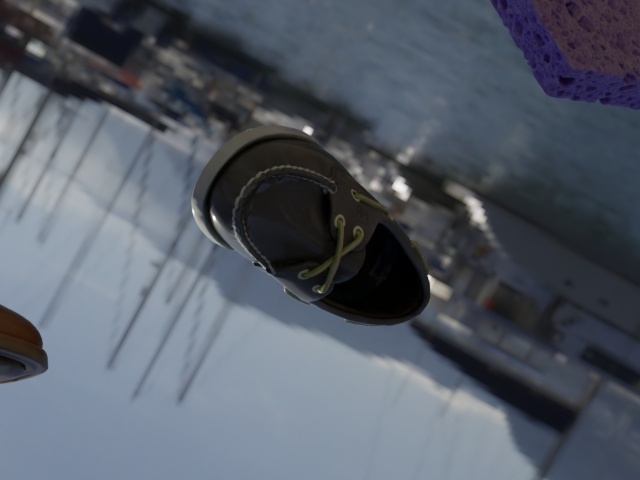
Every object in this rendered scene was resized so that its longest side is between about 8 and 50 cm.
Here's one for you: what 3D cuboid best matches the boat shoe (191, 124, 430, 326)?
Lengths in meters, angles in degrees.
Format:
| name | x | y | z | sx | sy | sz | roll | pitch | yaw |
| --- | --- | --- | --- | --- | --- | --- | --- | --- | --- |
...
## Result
| name | x | y | z | sx | sy | sz | roll | pitch | yaw |
| --- | --- | --- | --- | --- | --- | --- | --- | --- | --- |
| boat shoe | 0.003 | -0.004 | 1.338 | 0.091 | 0.109 | 0.305 | 41 | -176 | 27 |

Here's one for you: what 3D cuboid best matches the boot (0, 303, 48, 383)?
| name | x | y | z | sx | sy | sz | roll | pitch | yaw |
| --- | --- | --- | --- | --- | --- | --- | --- | --- | --- |
| boot | -0.294 | -0.033 | 1.118 | 0.283 | 0.220 | 0.109 | 19 | 147 | -22 |

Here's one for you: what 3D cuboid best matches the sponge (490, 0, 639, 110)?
| name | x | y | z | sx | sy | sz | roll | pitch | yaw |
| --- | --- | --- | --- | --- | --- | --- | --- | --- | --- |
| sponge | 0.206 | -0.137 | 1.151 | 0.210 | 0.031 | 0.117 | 3 | -131 | -39 |
